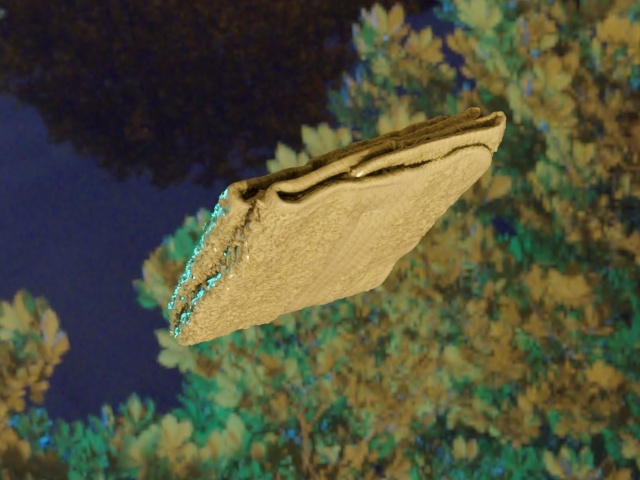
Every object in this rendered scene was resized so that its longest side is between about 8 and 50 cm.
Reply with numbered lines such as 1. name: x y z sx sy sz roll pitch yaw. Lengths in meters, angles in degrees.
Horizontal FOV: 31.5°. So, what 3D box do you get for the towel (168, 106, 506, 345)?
1. towel: 0.000 0.000 0.433 0.110 0.148 0.027 -18 -105 -26
